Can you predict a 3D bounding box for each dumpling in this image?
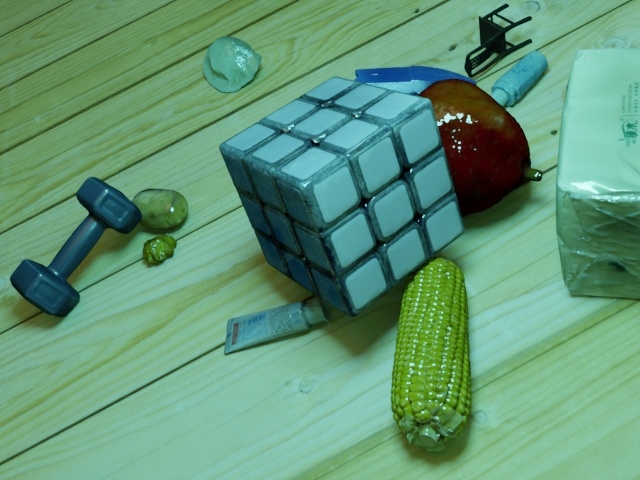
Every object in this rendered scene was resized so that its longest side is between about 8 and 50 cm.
[{"bbox_3d":[-0.262,-0.510,2.273,0.219,0.108,0.153,23,62,39],"label":"dumpling"}]

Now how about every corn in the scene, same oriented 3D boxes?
[{"bbox_3d":[0.201,0.184,1.443,0.143,0.144,0.387,-6,50,18],"label":"corn"}]

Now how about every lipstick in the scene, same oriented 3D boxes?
[{"bbox_3d":[0.421,-0.336,1.865,0.274,0.061,0.068,-43,51,-17],"label":"lipstick"}]

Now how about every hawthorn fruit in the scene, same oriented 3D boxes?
[{"bbox_3d":[0.305,-0.175,1.647,0.307,0.265,0.265,23,61,17],"label":"hawthorn fruit"}]

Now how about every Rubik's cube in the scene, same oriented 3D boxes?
[{"bbox_3d":[0.042,-0.095,1.505,0.303,0.301,0.305,-36,36,-22],"label":"Rubik's cube"}]

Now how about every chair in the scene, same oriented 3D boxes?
[{"bbox_3d":[0.410,-0.490,1.983,0.212,0.084,0.101,-31,47,-14],"label":"chair"}]

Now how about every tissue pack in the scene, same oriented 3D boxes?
[{"bbox_3d":[0.545,-0.124,1.465,0.207,0.297,0.380,2,50,21],"label":"tissue pack"}]

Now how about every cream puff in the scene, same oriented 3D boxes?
[{"bbox_3d":[-0.381,0.016,1.890,0.083,0.058,0.083,-6,47,20],"label":"cream puff"}]

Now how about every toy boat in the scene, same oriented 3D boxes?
[{"bbox_3d":[0.232,-0.372,1.964,0.295,0.088,0.129,-2,35,6],"label":"toy boat"}]

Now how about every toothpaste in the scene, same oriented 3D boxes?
[{"bbox_3d":[-0.094,0.168,1.645,0.234,0.057,0.089,-16,44,18],"label":"toothpaste"}]

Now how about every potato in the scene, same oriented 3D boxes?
[{"bbox_3d":[-0.394,-0.077,1.962,0.170,0.080,0.107,2,60,35],"label":"potato"}]

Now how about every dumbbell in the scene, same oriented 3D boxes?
[{"bbox_3d":[-0.563,0.015,1.869,0.160,0.144,0.325,31,79,37],"label":"dumbbell"}]
